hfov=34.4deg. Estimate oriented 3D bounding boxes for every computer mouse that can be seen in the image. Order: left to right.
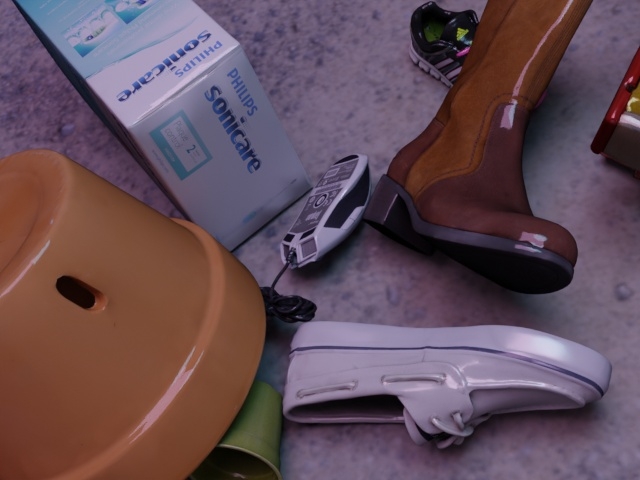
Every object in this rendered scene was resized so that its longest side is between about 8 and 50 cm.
[{"bbox_3d":[0.000,0.000,0.950,0.106,0.042,0.193,-11,41,57],"label":"computer mouse"}]

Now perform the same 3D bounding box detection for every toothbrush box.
[{"bbox_3d":[-0.162,-0.155,1.014,0.126,0.216,0.295,-39,55,-8],"label":"toothbrush box"}]

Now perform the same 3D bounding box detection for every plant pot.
[{"bbox_3d":[-0.219,0.065,0.845,0.290,0.203,0.291,-22,41,21],"label":"plant pot"},{"bbox_3d":[-0.063,0.160,0.859,0.083,0.083,0.079,-1,46,18],"label":"plant pot"}]

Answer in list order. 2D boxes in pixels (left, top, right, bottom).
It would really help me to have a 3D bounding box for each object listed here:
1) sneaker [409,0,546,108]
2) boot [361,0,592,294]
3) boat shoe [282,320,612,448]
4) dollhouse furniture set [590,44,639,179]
[{"bbox_3d":[0.146,-0.182,1.011,0.063,0.075,0.170,-42,55,-11],"label":"sneaker"},{"bbox_3d":[0.175,-0.105,0.860,0.280,0.096,0.264,-59,20,-3],"label":"boot"},{"bbox_3d":[0.091,0.119,0.818,0.267,0.096,0.088,3,63,22],"label":"boat shoe"},{"bbox_3d":[0.301,-0.219,0.898,0.152,0.201,0.374,26,75,12],"label":"dollhouse furniture set"}]
